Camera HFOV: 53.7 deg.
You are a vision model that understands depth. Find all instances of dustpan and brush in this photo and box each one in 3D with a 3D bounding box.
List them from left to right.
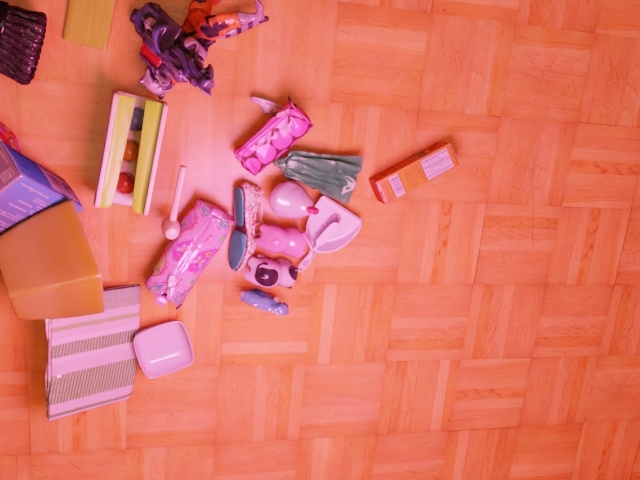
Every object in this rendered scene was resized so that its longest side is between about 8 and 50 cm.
[{"bbox_3d":[0.000,0.000,1.717,0.147,0.060,0.211,31,114,-22],"label":"dustpan and brush"}]

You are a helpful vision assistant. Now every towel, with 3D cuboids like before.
[{"bbox_3d":[-0.583,0.282,1.618,0.248,0.038,0.325,-6,108,-42],"label":"towel"},{"bbox_3d":[-0.519,-0.566,1.446,0.102,0.021,0.237,12,103,-12],"label":"towel"}]

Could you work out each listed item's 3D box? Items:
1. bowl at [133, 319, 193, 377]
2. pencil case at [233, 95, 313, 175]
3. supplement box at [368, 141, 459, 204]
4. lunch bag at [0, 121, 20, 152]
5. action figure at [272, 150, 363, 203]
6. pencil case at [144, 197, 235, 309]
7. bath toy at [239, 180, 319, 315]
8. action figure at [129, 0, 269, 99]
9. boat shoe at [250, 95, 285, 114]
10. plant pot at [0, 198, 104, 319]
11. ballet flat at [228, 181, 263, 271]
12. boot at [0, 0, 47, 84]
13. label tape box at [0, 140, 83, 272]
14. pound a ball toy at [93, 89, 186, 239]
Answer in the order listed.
[{"bbox_3d":[-0.422,0.283,1.693,0.142,0.053,0.142,-18,111,-16],"label":"bowl"},{"bbox_3d":[-0.123,-0.257,1.582,0.209,0.098,0.095,-42,74,8],"label":"pencil case"},{"bbox_3d":[0.254,-0.185,1.722,0.233,0.078,0.080,-27,107,-6],"label":"supplement box"},{"bbox_3d":[-0.864,-0.198,1.418,0.258,0.120,0.293,43,93,-16],"label":"lunch bag"},{"bbox_3d":[-0.015,-0.185,1.660,0.232,0.063,0.137,11,105,-21],"label":"action figure"},{"bbox_3d":[-0.336,0.033,1.613,0.124,0.124,0.284,33,95,-20],"label":"pencil case"},{"bbox_3d":[-0.094,0.020,1.654,0.129,0.151,0.348,22,105,19],"label":"bath toy"},{"bbox_3d":[-0.267,-0.438,1.443,0.330,0.341,0.178,-38,152,6],"label":"action figure"},{"bbox_3d":[-0.133,-0.337,1.603,0.100,0.035,0.035,16,99,-25],"label":"boat shoe"},{"bbox_3d":[-0.621,0.065,1.438,0.187,0.212,0.212,-18,68,-24],"label":"plant pot"},{"bbox_3d":[-0.188,-0.033,1.654,0.077,0.091,0.241,-6,113,-37],"label":"ballet flat"},{"bbox_3d":[-0.701,-0.500,1.302,0.260,0.131,0.348,18,142,-15],"label":"boot"},{"bbox_3d":[-0.752,-0.037,1.412,0.347,0.249,0.115,-36,74,-1],"label":"label tape box"},{"bbox_3d":[-0.422,-0.180,1.522,0.208,0.136,0.319,8,103,-21],"label":"pound a ball toy"}]
